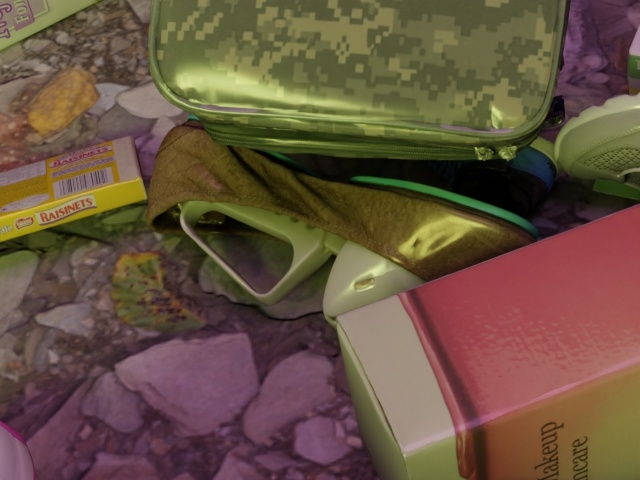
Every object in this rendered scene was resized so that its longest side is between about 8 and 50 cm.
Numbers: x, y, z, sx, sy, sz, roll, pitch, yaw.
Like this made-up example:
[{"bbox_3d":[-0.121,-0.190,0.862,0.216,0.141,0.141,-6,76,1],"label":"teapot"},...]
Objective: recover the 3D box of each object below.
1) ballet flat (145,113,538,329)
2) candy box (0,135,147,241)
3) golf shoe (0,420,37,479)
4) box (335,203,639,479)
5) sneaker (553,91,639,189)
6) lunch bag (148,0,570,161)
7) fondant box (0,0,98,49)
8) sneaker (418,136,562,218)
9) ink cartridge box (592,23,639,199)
[{"bbox_3d":[0.000,0.000,1.159,0.342,0.116,0.124,20,74,26],"label":"ballet flat"},{"bbox_3d":[-0.251,-0.034,1.261,0.206,0.027,0.105,-16,24,-4],"label":"candy box"},{"bbox_3d":[-0.275,0.227,0.958,0.115,0.140,0.306,-23,38,32],"label":"golf shoe"},{"bbox_3d":[0.145,0.097,1.003,0.232,0.148,0.127,-21,48,-7],"label":"box"},{"bbox_3d":[0.312,-0.045,1.128,0.281,0.105,0.115,6,78,21],"label":"sneaker"},{"bbox_3d":[0.040,-0.167,1.116,0.305,0.256,0.212,5,90,4],"label":"lunch bag"},{"bbox_3d":[-0.285,-0.322,1.407,0.330,0.238,0.096,-30,51,-16],"label":"fondant box"},{"bbox_3d":[0.113,-0.061,1.215,0.152,0.058,0.084,21,46,19],"label":"sneaker"},{"bbox_3d":[0.337,-0.124,1.236,0.171,0.056,0.235,12,50,21],"label":"ink cartridge box"}]
